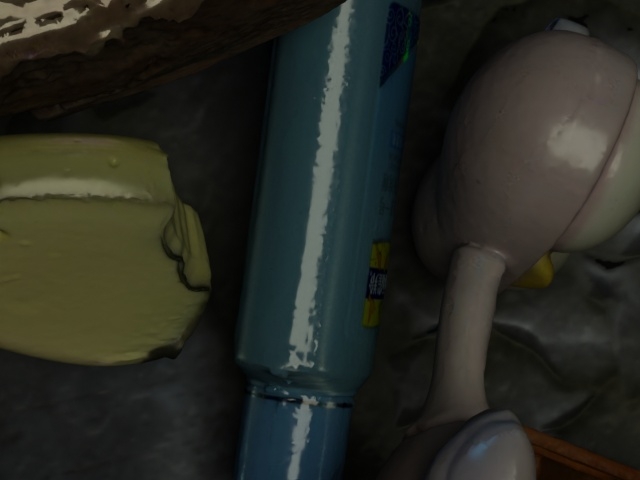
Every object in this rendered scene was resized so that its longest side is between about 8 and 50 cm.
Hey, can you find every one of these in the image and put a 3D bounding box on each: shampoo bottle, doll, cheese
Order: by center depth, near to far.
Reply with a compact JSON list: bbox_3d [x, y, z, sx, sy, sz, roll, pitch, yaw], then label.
[{"bbox_3d":[-0.165,-0.007,0.685,0.255,0.127,0.050,11,47,-24],"label":"cheese"},{"bbox_3d":[0.070,0.050,0.711,0.094,0.160,0.365,20,64,-4],"label":"doll"},{"bbox_3d":[0.000,0.000,0.752,0.061,0.104,0.258,8,89,16],"label":"shampoo bottle"}]

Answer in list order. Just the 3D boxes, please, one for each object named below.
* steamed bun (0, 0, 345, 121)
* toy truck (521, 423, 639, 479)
[{"bbox_3d":[-0.138,-0.159,0.665,0.301,0.199,0.251,-11,78,-12],"label":"steamed bun"},{"bbox_3d":[0.101,0.292,0.726,0.173,0.207,0.387,23,85,-14],"label":"toy truck"}]
